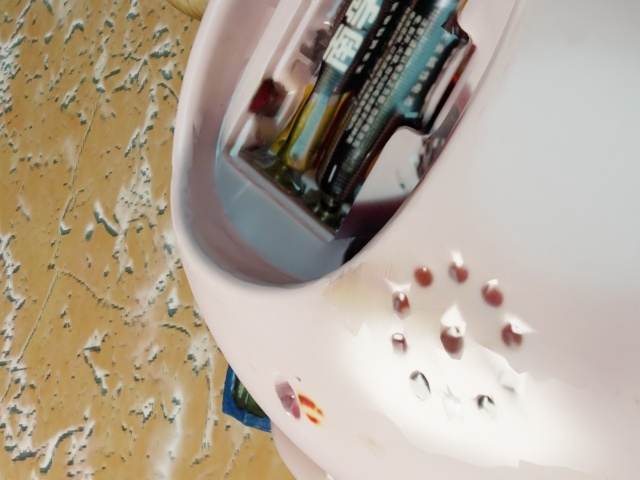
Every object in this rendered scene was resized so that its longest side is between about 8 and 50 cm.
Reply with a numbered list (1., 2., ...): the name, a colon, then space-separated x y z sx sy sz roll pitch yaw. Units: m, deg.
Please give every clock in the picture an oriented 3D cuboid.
1. clock: 0.119 -0.019 0.500 0.376 0.250 0.368 41 106 45

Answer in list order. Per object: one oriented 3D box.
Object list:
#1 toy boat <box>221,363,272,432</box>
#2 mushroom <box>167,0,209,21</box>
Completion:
1. toy boat: 0.000 0.000 0.766 0.080 0.046 0.229 12 84 48
2. mushroom: -0.015 -0.234 0.796 0.278 0.146 0.278 -6 82 47
